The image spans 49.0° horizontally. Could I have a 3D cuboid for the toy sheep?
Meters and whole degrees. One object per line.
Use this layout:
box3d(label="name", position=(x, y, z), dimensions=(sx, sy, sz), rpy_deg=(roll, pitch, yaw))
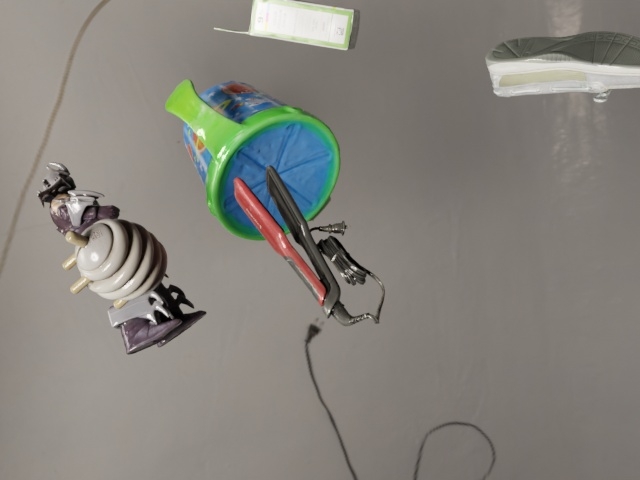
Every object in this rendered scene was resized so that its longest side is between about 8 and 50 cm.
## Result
box3d(label="toy sheep", position=(-0.207, 0.020, 0.714), dimensions=(0.132, 0.091, 0.091), rpy_deg=(32, 76, -58))

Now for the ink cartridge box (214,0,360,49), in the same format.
box3d(label="ink cartridge box", position=(-0.048, -0.343, 1.096), dimensions=(0.209, 0.109, 0.062), rpy_deg=(10, 108, 6))

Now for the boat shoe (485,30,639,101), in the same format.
box3d(label="boat shoe", position=(0.465, -0.312, 1.299), dimensions=(0.118, 0.320, 0.103), rpy_deg=(-55, 138, -34))

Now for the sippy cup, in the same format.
box3d(label="sippy cup", position=(-0.119, -0.154, 1.193), dimensions=(0.240, 0.224, 0.306), rpy_deg=(-24, 134, -19))

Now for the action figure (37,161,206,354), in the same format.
box3d(label="action figure", position=(-0.276, 0.010, 0.922), dimensions=(0.099, 0.185, 0.285), rpy_deg=(-37, 83, -2))

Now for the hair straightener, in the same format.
box3d(label="hair straightener", position=(0.000, 0.000, 0.744), dimensions=(0.089, 0.230, 0.047), rpy_deg=(-27, 147, -23))
